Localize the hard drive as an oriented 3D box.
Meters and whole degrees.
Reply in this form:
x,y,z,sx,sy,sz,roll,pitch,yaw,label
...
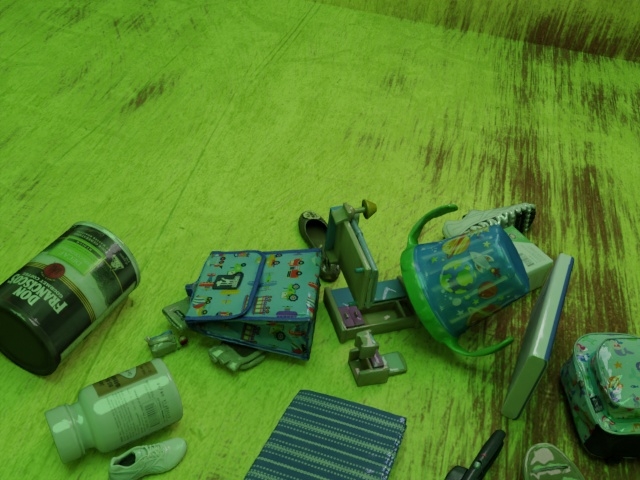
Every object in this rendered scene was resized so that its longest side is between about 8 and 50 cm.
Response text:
x,y,z,sx,sy,sz,roll,pitch,yaw,label
0.472,0.203,1.435,0.040,0.210,0.319,21,45,14,hard drive

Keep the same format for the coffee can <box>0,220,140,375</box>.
x,y,z,sx,sy,sz,roll,pitch,yaw,label
-0.547,0.117,1.409,0.201,0.202,0.275,22,45,16,coffee can

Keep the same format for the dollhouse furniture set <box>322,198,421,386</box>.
x,y,z,sx,sy,sz,roll,pitch,yaw,label
0.143,0.098,1.440,0.198,0.304,0.286,-9,45,-15,dollhouse furniture set

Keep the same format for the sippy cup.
x,y,z,sx,sy,sz,roll,pitch,yaw,label
0.328,0.081,1.470,0.224,0.306,0.240,-27,15,22,sippy cup

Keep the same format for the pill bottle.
x,y,z,sx,sy,sz,roll,pitch,yaw,label
-0.389,0.324,1.258,0.229,0.131,0.131,-20,49,-26,pill bottle

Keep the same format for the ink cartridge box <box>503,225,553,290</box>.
x,y,z,sx,sy,sz,roll,pitch,yaw,label
0.442,0.068,1.662,0.212,0.093,0.154,-18,48,-27,ink cartridge box

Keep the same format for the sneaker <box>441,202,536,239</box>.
x,y,z,sx,sy,sz,roll,pitch,yaw,label
0.457,-0.049,1.787,0.292,0.110,0.118,-19,40,-25,sneaker

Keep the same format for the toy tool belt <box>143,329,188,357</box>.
x,y,z,sx,sy,sz,roll,pitch,yaw,label
-0.335,0.214,1.441,0.083,0.052,0.051,-21,58,-27,toy tool belt

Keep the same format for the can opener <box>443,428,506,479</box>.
x,y,z,sx,sy,sz,roll,pitch,yaw,label
0.309,0.430,1.284,0.073,0.059,0.186,33,50,27,can opener

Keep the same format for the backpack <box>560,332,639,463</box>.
x,y,z,sx,sy,sz,roll,pitch,yaw,label
0.627,0.304,1.376,0.225,0.191,0.254,1,38,-5,backpack

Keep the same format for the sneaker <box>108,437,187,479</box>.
x,y,z,sx,sy,sz,roll,pitch,yaw,label
-0.319,0.405,1.234,0.152,0.061,0.054,-19,47,-27,sneaker

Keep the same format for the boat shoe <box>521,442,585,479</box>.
x,y,z,sx,sy,sz,roll,pitch,yaw,label
0.442,0.514,1.179,0.113,0.103,0.302,-14,46,-3,boat shoe

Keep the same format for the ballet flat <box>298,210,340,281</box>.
x,y,z,sx,sy,sz,roll,pitch,yaw,label
0.000,0.000,1.704,0.084,0.058,0.250,-5,44,-13,ballet flat

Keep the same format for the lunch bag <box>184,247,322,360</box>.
x,y,z,sx,sy,sz,roll,pitch,yaw,label
-0.153,0.125,1.473,0.293,0.138,0.221,5,42,3,lunch bag

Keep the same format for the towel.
x,y,z,sx,sy,sz,roll,pitch,yaw,label
0.009,0.415,1.228,0.243,0.040,0.336,12,30,17,towel

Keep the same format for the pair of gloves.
x,y,z,sx,sy,sz,roll,pitch,yaw,label
-0.206,0.185,1.491,0.240,0.042,0.204,35,43,18,pair of gloves
